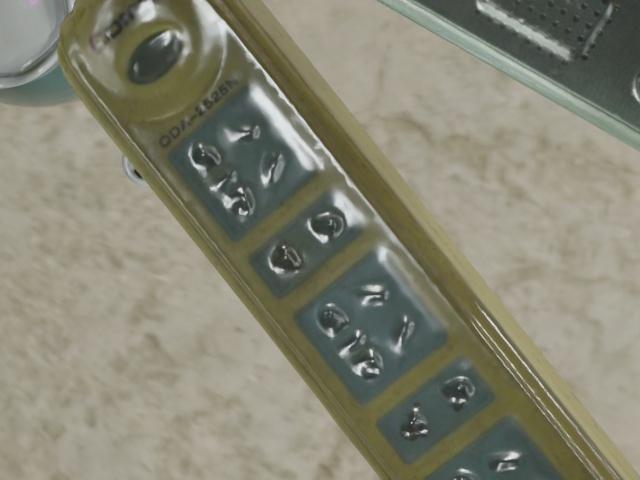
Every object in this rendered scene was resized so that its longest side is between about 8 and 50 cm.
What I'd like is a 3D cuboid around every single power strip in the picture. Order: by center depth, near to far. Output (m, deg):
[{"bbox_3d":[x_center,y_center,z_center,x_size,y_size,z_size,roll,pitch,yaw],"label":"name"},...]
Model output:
[{"bbox_3d":[0.000,0.000,0.714,0.092,0.066,0.387,-41,83,15],"label":"power strip"}]

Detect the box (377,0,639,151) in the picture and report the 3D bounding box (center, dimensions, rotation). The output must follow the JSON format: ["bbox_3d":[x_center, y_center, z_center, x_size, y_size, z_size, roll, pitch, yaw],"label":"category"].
[{"bbox_3d":[0.132,-0.181,0.583,0.211,0.045,0.270,31,109,-4],"label":"box"}]

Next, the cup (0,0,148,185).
[{"bbox_3d":[-0.192,-0.161,1.019,0.167,0.173,0.299,-35,96,14],"label":"cup"}]
